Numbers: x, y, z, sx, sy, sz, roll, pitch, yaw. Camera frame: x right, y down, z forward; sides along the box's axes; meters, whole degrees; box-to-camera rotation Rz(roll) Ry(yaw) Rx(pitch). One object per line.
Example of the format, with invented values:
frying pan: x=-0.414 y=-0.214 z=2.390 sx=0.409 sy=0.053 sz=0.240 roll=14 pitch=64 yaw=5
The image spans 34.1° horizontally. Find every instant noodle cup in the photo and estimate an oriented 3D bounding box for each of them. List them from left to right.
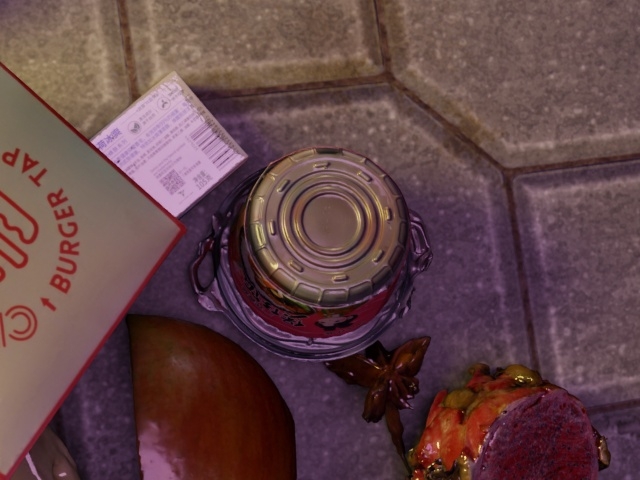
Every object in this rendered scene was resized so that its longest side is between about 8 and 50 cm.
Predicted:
instant noodle cup: x=0.000 y=0.000 z=1.210 sx=0.302 sy=0.181 sz=0.258 roll=-21 pitch=78 yaw=-13

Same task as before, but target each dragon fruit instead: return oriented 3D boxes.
dragon fruit: x=0.213 y=0.254 z=1.274 sx=0.282 sy=0.147 sz=0.211 roll=2 pitch=94 yaw=-29

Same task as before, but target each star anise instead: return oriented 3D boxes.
star anise: x=0.076 y=0.199 z=1.306 sx=0.158 sy=0.144 sz=0.140 roll=-8 pitch=43 yaw=-19

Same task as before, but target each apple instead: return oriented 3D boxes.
apple: x=-0.143 y=0.253 z=1.213 sx=0.179 sy=0.254 sz=0.346 roll=-6 pitch=87 yaw=28

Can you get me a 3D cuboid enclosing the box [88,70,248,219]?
box: x=-0.205 y=-0.085 z=1.249 sx=0.194 sy=0.073 sz=0.139 roll=-42 pitch=95 yaw=-12

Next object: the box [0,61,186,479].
box: x=-0.384 y=0.029 z=1.021 sx=0.314 sy=0.300 sz=0.312 roll=43 pitch=58 yaw=-19

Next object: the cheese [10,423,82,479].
cheese: x=-0.314 y=0.320 z=1.166 sx=0.159 sy=0.093 sz=0.263 roll=-31 pitch=91 yaw=23
